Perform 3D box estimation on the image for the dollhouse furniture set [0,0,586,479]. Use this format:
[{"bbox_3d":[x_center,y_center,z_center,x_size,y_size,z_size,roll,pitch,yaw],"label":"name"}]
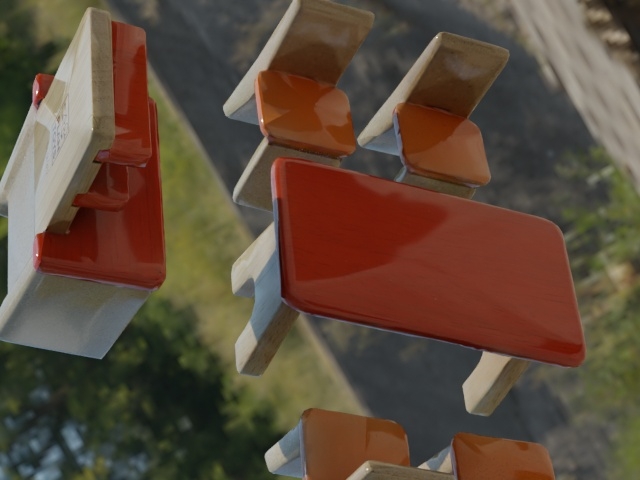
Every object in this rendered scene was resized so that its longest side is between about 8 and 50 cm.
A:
[{"bbox_3d":[0.000,0.000,0.754,0.135,0.259,0.262,-53,34,44],"label":"dollhouse furniture set"}]
